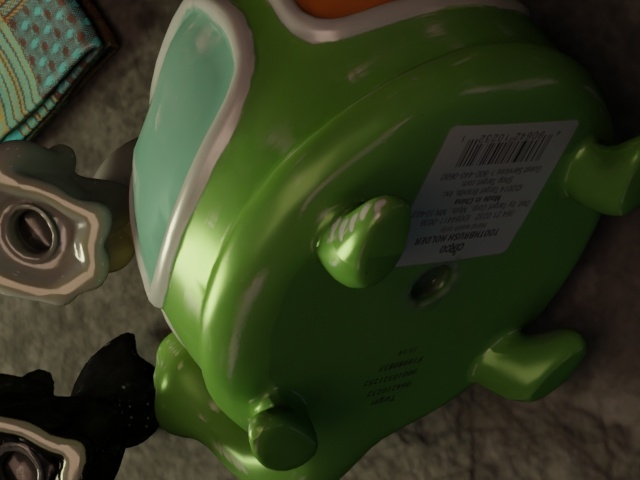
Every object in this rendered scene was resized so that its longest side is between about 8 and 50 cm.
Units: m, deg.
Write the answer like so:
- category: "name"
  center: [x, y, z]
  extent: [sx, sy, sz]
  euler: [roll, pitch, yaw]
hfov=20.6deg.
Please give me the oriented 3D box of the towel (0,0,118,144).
- category: "towel"
  center: [-0.322, -0.119, 1.229]
  extent: [0.370, 0.040, 0.271]
  euler: [-42, 75, 29]

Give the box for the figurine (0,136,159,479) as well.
- category: "figurine"
  center: [-0.138, 0.042, 1.039]
  extent: [0.092, 0.209, 0.214]
  euler: [8, 99, 12]

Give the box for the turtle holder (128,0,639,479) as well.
- category: "turtle holder"
  center: [0.016, -0.012, 0.940]
  extent: [0.227, 0.243, 0.320]
  euler: [51, 160, 33]
